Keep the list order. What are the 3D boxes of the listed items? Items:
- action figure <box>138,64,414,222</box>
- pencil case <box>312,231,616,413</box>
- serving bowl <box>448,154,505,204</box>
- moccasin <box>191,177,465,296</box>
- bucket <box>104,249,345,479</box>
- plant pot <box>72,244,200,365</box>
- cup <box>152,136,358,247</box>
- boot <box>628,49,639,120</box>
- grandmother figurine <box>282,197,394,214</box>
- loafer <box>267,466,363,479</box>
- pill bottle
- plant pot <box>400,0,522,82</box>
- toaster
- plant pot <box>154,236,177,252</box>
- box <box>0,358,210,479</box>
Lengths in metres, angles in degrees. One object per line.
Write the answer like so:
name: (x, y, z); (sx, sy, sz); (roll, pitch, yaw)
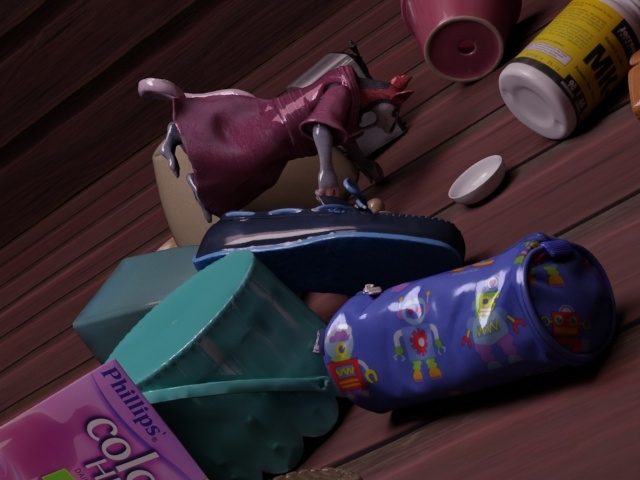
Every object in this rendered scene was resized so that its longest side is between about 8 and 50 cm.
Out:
action figure: (-0.039, -0.174, 1.923); (0.370, 0.275, 0.248); (-26, -1, 4)
pencil case: (0.133, 0.082, 1.262); (0.119, 0.133, 0.306); (-10, -8, -43)
serving bowl: (0.206, -0.073, 1.685); (0.083, 0.027, 0.083); (-37, 17, 13)
moccasin: (0.008, -0.011, 1.580); (0.342, 0.137, 0.116); (1, 49, 18)
bucket: (-0.112, 0.157, 1.509); (0.281, 0.183, 0.281); (-38, 15, 12)
plant pot: (-0.191, 0.108, 1.869); (0.234, 0.165, 0.165); (-17, 27, 36)
cup: (-0.138, -0.102, 2.158); (0.331, 0.237, 0.331); (-36, 17, 13)
boot: (0.465, -0.250, 1.484); (0.220, 0.109, 0.283); (-31, 25, 40)
grandmother figurine: (0.000, 0.000, 1.828); (0.208, 0.104, 0.342); (-26, 13, -21)
loafer: (-0.068, 0.302, 1.209); (0.268, 0.092, 0.102); (-29, 13, -21)
pill bottle: (0.336, -0.238, 1.669); (0.208, 0.119, 0.119); (-45, 17, -16)
plant pot: (0.230, -0.362, 2.135); (0.201, 0.201, 0.180); (-31, 33, 28)
toaster: (0.040, -0.231, 2.197); (0.110, 0.185, 0.168); (-38, 16, -9)
plant pot: (-0.274, 0.042, 2.446); (0.236, 0.032, 0.236); (-37, 16, 12)
box: (-0.244, 0.278, 1.291); (0.243, 0.213, 0.117); (-31, -18, -31)
